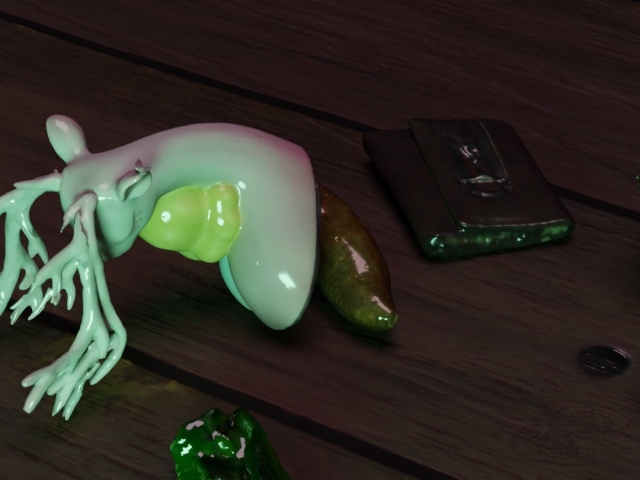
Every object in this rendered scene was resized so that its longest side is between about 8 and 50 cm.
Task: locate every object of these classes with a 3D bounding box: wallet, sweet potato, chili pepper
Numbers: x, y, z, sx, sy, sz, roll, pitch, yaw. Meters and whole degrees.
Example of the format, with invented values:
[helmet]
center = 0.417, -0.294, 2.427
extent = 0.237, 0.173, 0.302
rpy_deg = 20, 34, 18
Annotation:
[wallet]
center = 0.161, -0.062, 1.986
extent = 0.182, 0.049, 0.229
rpy_deg = -5, 35, -14
[sweet potato]
center = 0.002, 0.000, 1.849
extent = 0.097, 0.097, 0.292
rpy_deg = -22, 40, -30
[chili pepper]
center = -0.067, 0.225, 1.512
extent = 0.099, 0.083, 0.253
rpy_deg = -13, 31, -4

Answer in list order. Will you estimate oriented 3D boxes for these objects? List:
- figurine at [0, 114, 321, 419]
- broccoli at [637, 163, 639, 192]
[figurine]
center = -0.174, 0.021, 1.716
extent = 0.316, 0.284, 0.206
rpy_deg = 12, 15, -29
[broccoli]
center = 0.451, -0.077, 1.809
extent = 0.269, 0.269, 0.254
rpy_deg = -18, 30, -26
